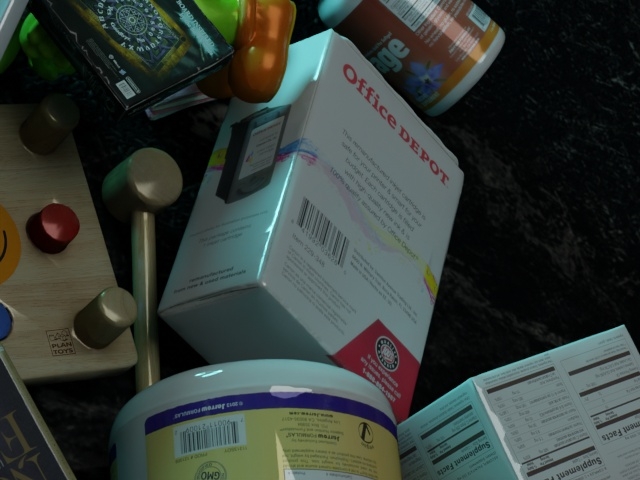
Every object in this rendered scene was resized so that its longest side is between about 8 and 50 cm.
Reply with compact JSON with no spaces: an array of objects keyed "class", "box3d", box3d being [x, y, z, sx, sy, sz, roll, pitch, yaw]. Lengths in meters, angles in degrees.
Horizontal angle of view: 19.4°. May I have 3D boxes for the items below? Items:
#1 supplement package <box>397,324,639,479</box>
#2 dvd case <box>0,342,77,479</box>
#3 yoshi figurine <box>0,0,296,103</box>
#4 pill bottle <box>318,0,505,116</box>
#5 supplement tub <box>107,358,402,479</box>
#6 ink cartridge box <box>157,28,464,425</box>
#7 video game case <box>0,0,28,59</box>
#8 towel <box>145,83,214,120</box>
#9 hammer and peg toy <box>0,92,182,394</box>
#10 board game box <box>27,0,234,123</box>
[{"class":"supplement package","box3d":[0.155,0.209,1.646,0.204,0.262,0.145,-14,74,-40]},{"class":"dvd case","box3d":[-0.258,0.213,1.423,0.221,0.164,0.018,60,14,5]},{"class":"yoshi figurine","box3d":[-0.219,-0.185,1.626,0.362,0.203,0.203,16,41,-22]},{"class":"pill bottle","box3d":[0.077,-0.240,1.949,0.216,0.121,0.121,41,48,-9]},{"class":"supplement tub","box3d":[-0.042,0.285,1.476,0.241,0.241,0.331,11,59,-31]},{"class":"ink cartridge box","box3d":[0.000,0.000,1.708,0.226,0.131,0.306,46,42,-32]},{"class":"video game case","box3d":[-0.322,-0.219,1.490,0.206,0.026,0.227,19,78,19]},{"class":"towel","box3d":[-0.159,-0.215,1.830,0.144,0.029,0.197,-21,75,-42]},{"class":"hammer and peg toy","box3d":[-0.247,0.005,1.568,0.361,0.127,0.266,-3,67,-37]},{"class":"board game box","box3d":[-0.172,-0.196,1.533,0.126,0.026,0.186,-32,80,-37]}]
